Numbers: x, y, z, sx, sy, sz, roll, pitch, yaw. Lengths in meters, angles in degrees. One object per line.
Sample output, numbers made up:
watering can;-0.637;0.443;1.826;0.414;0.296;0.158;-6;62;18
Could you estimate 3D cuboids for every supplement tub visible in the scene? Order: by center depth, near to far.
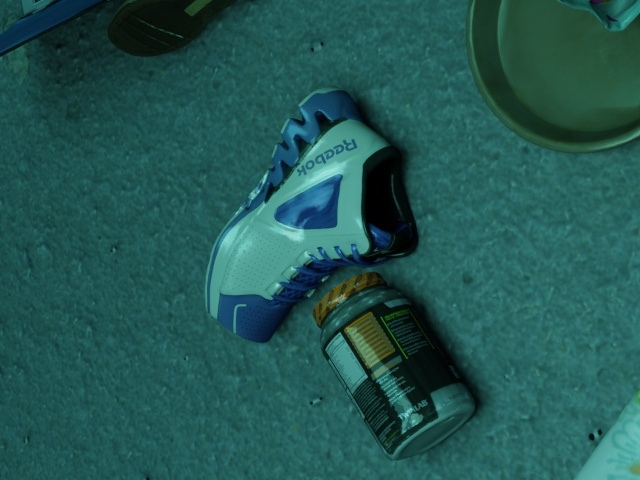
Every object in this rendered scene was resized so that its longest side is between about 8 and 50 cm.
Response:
supplement tub;0.076;0.136;1.332;0.117;0.117;0.190;-44;65;27

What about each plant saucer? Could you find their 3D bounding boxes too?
plant saucer;0.279;-0.227;1.241;0.277;0.041;0.278;-2;87;36

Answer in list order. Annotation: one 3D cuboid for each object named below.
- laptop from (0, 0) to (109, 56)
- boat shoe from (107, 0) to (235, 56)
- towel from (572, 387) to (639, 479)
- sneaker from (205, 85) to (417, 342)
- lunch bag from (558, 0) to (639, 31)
laptop;-0.352;-0.421;1.581;0.381;0.236;0.408;-16;80;34
boat shoe;-0.170;-0.323;1.553;0.257;0.095;0.095;-20;43;36
towel;0.369;0.330;1.139;0.320;0.090;0.374;43;113;32
sneaker;0.001;-0.001;1.384;0.182;0.127;0.316;37;108;33
lunch bag;0.289;-0.368;1.119;0.262;0.160;0.223;-45;57;25
